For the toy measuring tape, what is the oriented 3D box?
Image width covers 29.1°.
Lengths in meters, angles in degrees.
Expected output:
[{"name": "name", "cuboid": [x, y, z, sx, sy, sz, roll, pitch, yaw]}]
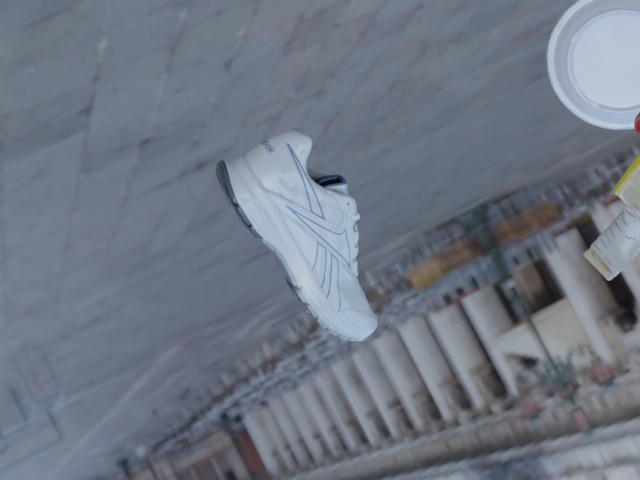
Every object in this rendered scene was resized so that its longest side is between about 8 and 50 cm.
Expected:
[{"name": "toy measuring tape", "cuboid": [0.299, -0.056, 1.000, 0.121, 0.121, 0.330, -26, 164, -10]}]

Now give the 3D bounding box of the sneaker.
[{"name": "sneaker", "cuboid": [0.000, 0.000, 1.451, 0.129, 0.297, 0.111, -35, -149, -3]}]

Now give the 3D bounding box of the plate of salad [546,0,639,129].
[{"name": "plate of salad", "cuboid": [0.407, -0.247, 1.667, 0.200, 0.200, 0.048, -31, -167, 27]}]
